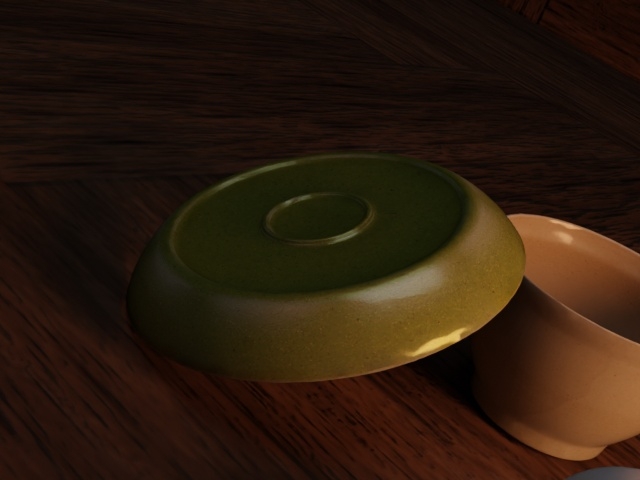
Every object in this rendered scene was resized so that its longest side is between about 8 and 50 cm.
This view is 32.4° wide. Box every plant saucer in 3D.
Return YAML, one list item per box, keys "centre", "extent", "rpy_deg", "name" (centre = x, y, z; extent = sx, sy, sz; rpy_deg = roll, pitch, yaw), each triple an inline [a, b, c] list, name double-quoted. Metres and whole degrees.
- centre: [0.000, 0.000, 0.657]
  extent: [0.240, 0.037, 0.241]
  rpy_deg: [-6, 27, 3]
  name: "plant saucer"

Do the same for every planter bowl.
- centre: [0.161, 0.070, 0.708]
  extent: [0.162, 0.109, 0.162]
  rpy_deg: [20, 24, -9]
  name: "planter bowl"

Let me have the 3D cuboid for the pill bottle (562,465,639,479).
- centre: [0.118, 0.178, 0.425]
  extent: [0.117, 0.118, 0.208]
  rpy_deg: [25, 23, 4]
  name: "pill bottle"
